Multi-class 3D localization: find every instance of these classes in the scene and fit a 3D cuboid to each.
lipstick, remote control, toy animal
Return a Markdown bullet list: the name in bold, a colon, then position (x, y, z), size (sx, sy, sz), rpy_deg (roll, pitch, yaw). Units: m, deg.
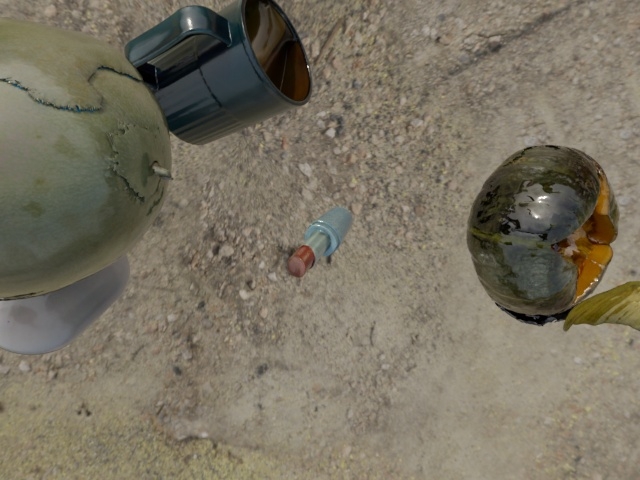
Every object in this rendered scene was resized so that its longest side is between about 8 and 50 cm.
- **lipstick**: position (0.000, 0.000, 0.867), size (0.068, 0.274, 0.061), rpy_deg (42, 116, 0)
- **remote control**: position (-0.560, 0.093, 1.016), size (0.221, 0.332, 0.103), rpy_deg (42, 132, -7)
- **toy animal**: position (0.351, 0.064, 0.440), size (0.095, 0.219, 0.155), rpy_deg (44, 67, -17)

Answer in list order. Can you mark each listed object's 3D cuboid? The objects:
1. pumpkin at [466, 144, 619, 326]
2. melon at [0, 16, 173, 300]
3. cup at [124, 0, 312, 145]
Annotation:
- **pumpkin**: position (0.396, -0.017, 0.850), size (0.321, 0.192, 0.320), rpy_deg (-13, 111, -37)
- **melon**: position (-0.300, -0.075, 0.463), size (0.330, 0.268, 0.268), rpy_deg (-1, 103, 10)
- **cup**: position (-0.214, -0.347, 1.020), size (0.292, 0.308, 0.242), rpy_deg (-15, 109, 29)
